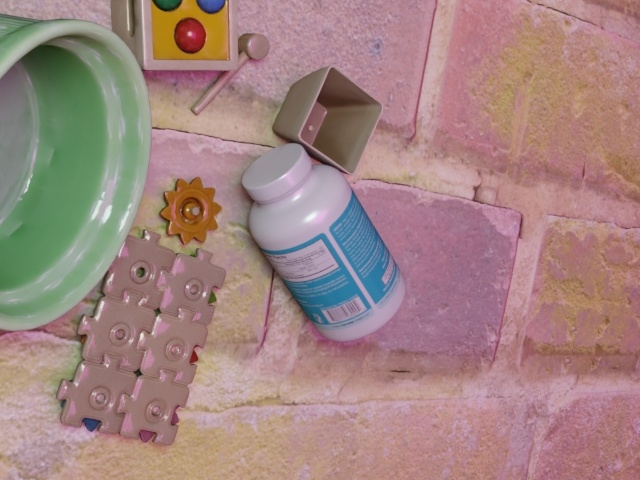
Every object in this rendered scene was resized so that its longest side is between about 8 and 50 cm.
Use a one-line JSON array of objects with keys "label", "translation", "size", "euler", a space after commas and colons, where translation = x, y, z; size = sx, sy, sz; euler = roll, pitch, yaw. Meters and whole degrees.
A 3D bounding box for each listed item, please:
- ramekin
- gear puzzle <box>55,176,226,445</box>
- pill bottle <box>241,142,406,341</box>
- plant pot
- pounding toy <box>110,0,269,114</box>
[{"label": "ramekin", "translation": [-0.310, -0.077, 0.885], "size": [0.303, 0.148, 0.303], "euler": [17, 90, -71]}, {"label": "gear puzzle", "translation": [-0.213, 0.078, 1.132], "size": [0.175, 0.044, 0.339], "euler": [22, 81, -37]}, {"label": "pill bottle", "translation": [0.000, 0.000, 1.213], "size": [0.146, 0.146, 0.264], "euler": [-46, 123, -23]}, {"label": "plant pot", "translation": [0.000, -0.161, 1.217], "size": [0.109, 0.096, 0.109], "euler": [31, 77, -37]}, {"label": "pounding toy", "translation": [-0.138, -0.242, 1.096], "size": [0.206, 0.094, 0.181], "euler": [-8, 102, -37]}]
